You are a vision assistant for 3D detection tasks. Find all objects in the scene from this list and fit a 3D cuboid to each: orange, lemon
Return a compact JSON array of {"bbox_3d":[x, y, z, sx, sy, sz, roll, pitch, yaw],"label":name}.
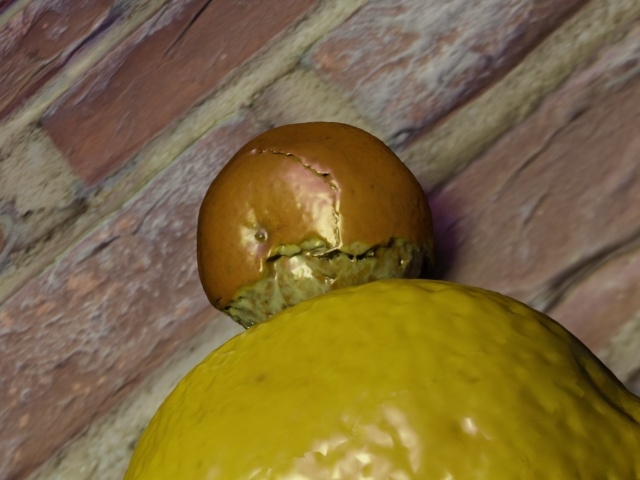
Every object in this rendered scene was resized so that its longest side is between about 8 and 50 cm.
[{"bbox_3d":[0.000,0.000,0.749,0.157,0.134,0.156,5,98,39],"label":"orange"},{"bbox_3d":[0.037,0.130,0.500,0.254,0.228,0.228,-28,38,4],"label":"lemon"}]
